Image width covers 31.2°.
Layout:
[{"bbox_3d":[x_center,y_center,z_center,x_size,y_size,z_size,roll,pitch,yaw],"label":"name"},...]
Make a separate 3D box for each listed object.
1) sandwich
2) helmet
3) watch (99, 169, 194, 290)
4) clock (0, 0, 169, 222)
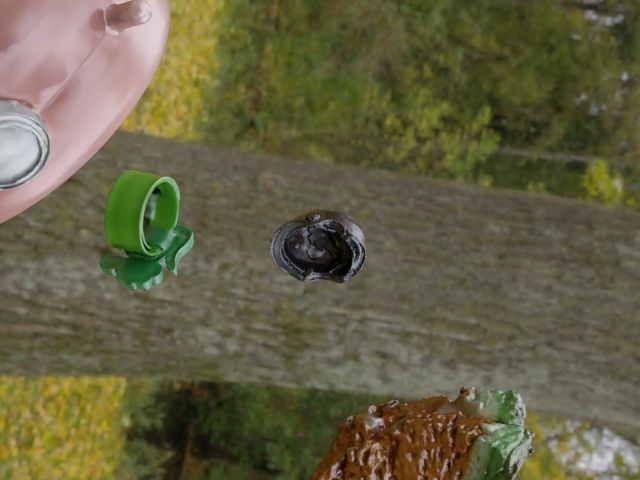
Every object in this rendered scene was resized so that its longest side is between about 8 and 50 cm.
[{"bbox_3d":[0.096,0.192,1.064,0.184,0.160,0.109,-57,-171,41],"label":"sandwich"},{"bbox_3d":[0.000,0.000,1.477,0.070,0.123,0.098,-75,176,-57],"label":"helmet"},{"bbox_3d":[-0.281,-0.023,1.824,0.152,0.131,0.165,84,28,-45],"label":"watch"},{"bbox_3d":[-0.200,-0.114,0.640,0.142,0.227,0.241,48,8,-41],"label":"clock"}]
